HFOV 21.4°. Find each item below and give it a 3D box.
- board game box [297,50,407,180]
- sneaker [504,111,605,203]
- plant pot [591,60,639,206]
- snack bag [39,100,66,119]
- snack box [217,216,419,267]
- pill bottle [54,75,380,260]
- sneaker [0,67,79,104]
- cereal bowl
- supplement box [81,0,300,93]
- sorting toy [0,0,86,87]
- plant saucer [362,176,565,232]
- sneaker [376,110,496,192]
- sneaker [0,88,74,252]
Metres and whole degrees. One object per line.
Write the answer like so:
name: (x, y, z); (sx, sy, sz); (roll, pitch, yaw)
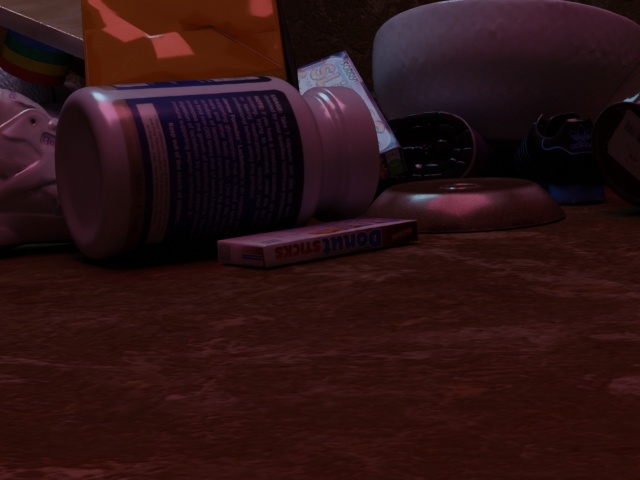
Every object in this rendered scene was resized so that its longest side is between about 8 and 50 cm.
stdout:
board game box: (-0.003, -0.119, 1.823); (0.136, 0.035, 0.201); (-21, 40, -4)
sneaker: (0.253, -0.095, 1.825); (0.081, 0.090, 0.232); (-4, 8, -11)
plant pot: (0.378, -0.122, 1.659); (0.230, 0.215, 0.215); (-25, 20, -36)
snack bag: (-0.214, -0.121, 2.131); (0.342, 0.037, 0.323); (18, 18, 25)
snack box: (0.000, 0.000, 1.455); (0.178, 0.022, 0.064); (-9, 9, -41)
pill bottle: (-0.091, -0.069, 1.517); (0.265, 0.153, 0.153); (-6, 8, -26)
sneaker: (-0.474, -0.145, 2.375); (0.366, 0.137, 0.210); (-13, -13, 28)
cereal bowl: (0.223, -0.163, 1.990); (0.339, 0.141, 0.339); (5, -13, 1)
supplement box: (-0.122, -0.155, 1.694); (0.191, 0.129, 0.194); (-10, -28, 4)
sorting toy: (-0.290, -0.243, 2.224); (0.255, 0.089, 0.257); (23, 18, 9)
plant saucer: (0.137, -0.037, 1.644); (0.198, 0.036, 0.198); (-4, 8, 0)
sneaker: (0.058, -0.087, 1.917); (0.283, 0.107, 0.124); (5, -5, 26)
sneaker: (-0.239, -0.068, 1.579); (0.305, 0.152, 0.114); (-5, 6, -25)
